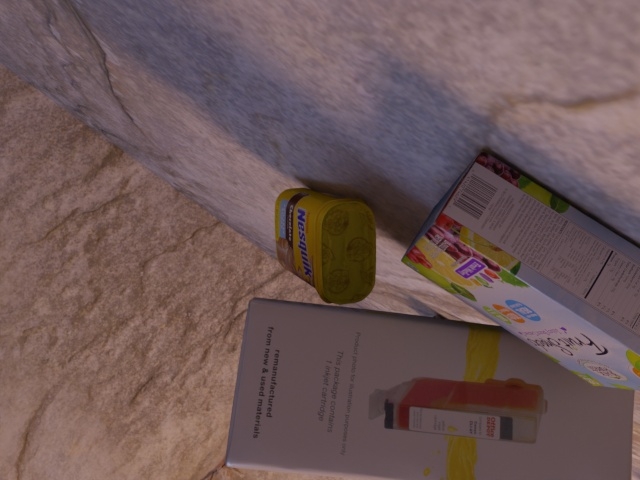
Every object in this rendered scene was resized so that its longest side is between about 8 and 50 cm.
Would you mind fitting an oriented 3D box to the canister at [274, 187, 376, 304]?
[{"bbox_3d":[0.000,0.000,0.848,0.074,0.126,0.170,-7,-167,-22],"label":"canister"}]

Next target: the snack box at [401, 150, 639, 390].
[{"bbox_3d":[0.175,0.034,0.509,0.207,0.070,0.174,32,172,6],"label":"snack box"}]

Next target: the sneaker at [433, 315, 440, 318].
[{"bbox_3d":[0.258,0.221,1.270,0.094,0.081,0.208,27,169,31],"label":"sneaker"}]

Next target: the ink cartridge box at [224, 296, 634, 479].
[{"bbox_3d":[0.101,0.164,0.744,0.385,0.160,0.279,8,174,-4],"label":"ink cartridge box"}]
